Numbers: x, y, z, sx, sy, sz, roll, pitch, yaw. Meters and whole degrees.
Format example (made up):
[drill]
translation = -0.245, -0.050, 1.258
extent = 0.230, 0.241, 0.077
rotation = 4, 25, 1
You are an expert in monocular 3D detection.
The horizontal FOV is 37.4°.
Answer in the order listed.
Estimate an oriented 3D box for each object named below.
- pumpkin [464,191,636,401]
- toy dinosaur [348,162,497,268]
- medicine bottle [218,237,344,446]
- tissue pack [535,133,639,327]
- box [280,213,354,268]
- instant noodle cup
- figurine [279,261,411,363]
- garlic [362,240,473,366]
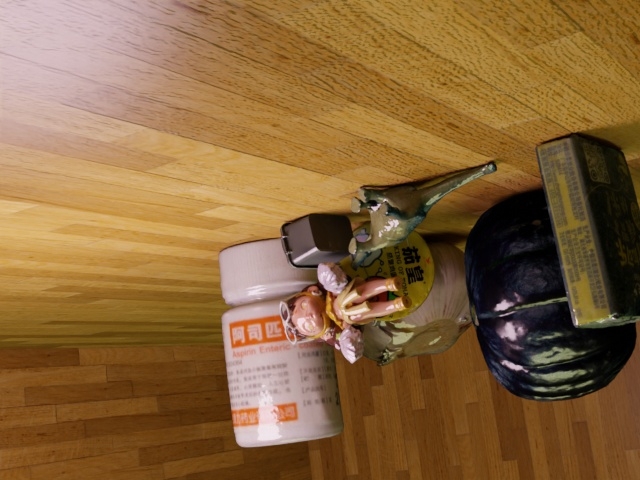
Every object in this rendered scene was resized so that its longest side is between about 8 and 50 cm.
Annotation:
[pumpkin]
translation = 0.389, 0.095, 1.623
extent = 0.266, 0.363, 0.363
rotation = -9, 170, 6
[toy dinosaur]
translation = 0.113, -0.033, 1.463
extent = 0.147, 0.076, 0.363
rotation = 0, 153, -34
[medicine bottle]
translation = -0.078, 0.194, 1.793
extent = 0.211, 0.371, 0.211
rotation = -7, 171, -1
[tissue pack]
translation = 0.394, -0.010, 1.324
extent = 0.081, 0.257, 0.185
rotation = -18, 166, 36
[box]
translation = 0.000, 0.000, 1.604
extent = 0.122, 0.084, 0.069
rotation = 1, 160, -44
[instant noodle cup]
translation = 0.118, 0.054, 1.756
extent = 0.182, 0.182, 0.144
rotation = -8, 179, 3
[figurine]
translation = 0.040, 0.115, 1.616
extent = 0.116, 0.174, 0.240
rotation = -20, -178, -43
[garlic]
translation = 0.205, 0.127, 2.003
extent = 0.322, 0.241, 0.322
rotation = -22, 170, -4
